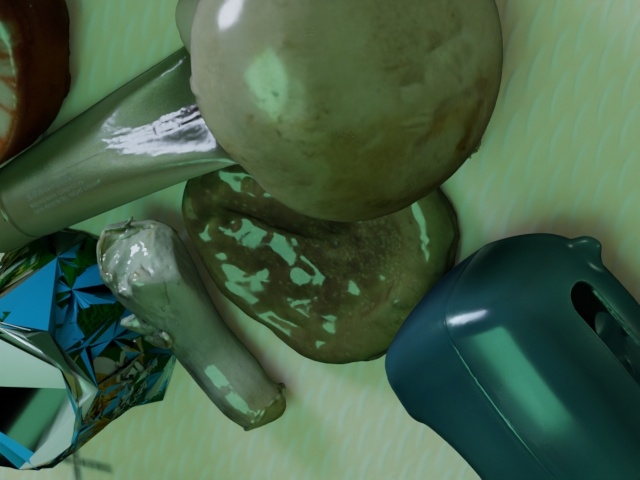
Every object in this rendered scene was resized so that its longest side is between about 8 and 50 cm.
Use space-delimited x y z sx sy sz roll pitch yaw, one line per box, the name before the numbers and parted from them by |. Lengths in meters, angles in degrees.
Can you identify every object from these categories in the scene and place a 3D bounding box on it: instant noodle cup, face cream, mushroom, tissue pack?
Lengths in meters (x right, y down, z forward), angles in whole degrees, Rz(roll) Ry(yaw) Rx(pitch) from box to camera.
instant noodle cup | -0.293 0.124 1.947 0.240 0.178 0.240 11 121 19
face cream | -0.218 -0.084 1.860 0.341 0.084 0.137 -24 79 31
mushroom | 0.000 -0.162 1.627 0.290 0.292 0.292 12 127 58
tissue pack | 0.220 0.137 1.690 0.206 0.198 0.287 -36 96 37
mushroom | -0.132 0.087 1.899 0.096 0.099 0.278 -8 125 51

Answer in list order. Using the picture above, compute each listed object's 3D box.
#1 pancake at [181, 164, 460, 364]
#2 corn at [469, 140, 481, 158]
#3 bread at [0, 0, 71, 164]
pancake | 0.000 0.000 1.815 0.294 0.049 0.294 12 123 19
corn | 0.132 -0.114 1.702 0.028 0.027 0.083 -5 112 17
bread | -0.412 -0.203 1.865 0.328 0.114 0.295 18 123 15
